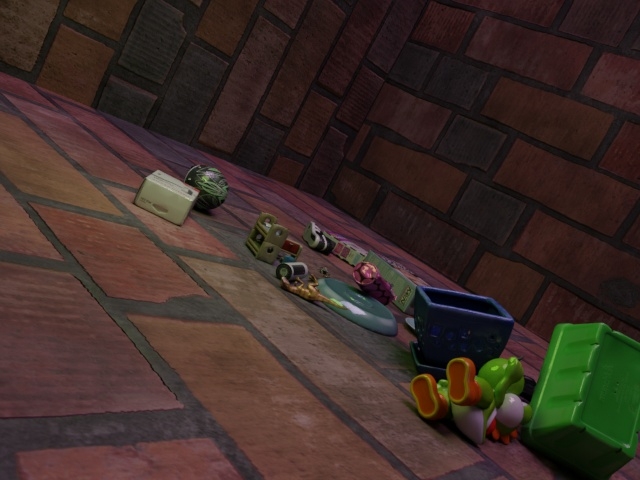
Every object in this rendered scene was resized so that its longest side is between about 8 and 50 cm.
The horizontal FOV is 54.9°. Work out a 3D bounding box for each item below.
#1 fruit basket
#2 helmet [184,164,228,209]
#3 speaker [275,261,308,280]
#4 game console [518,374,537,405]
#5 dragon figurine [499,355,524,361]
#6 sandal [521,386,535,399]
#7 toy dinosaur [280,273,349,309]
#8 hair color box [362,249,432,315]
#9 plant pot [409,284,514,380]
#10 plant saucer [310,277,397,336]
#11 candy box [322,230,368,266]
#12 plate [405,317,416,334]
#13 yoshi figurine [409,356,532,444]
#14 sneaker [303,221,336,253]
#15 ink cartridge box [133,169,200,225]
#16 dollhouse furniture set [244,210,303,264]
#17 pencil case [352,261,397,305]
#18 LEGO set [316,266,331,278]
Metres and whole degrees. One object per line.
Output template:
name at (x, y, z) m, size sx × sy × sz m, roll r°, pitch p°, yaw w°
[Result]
fruit basket at (0.688, 0.434, 1.623) m, size 0.283 × 0.392 × 0.392 m, roll 29°, pitch 9°, yaw 3°
helmet at (-0.406, -0.186, 2.156) m, size 0.169 × 0.169 × 0.161 m, roll 24°, pitch -6°, yaw -28°
speaker at (-0.087, 0.095, 1.885) m, size 0.055 × 0.055 × 0.136 m, roll 31°, pitch 9°, yaw 18°
game console at (0.680, 0.501, 1.956) m, size 0.213 × 0.044 × 0.361 m, roll 29°, pitch 10°, yaw 4°
dragon figurine at (0.537, 0.403, 1.867) m, size 0.289 × 0.085 × 0.144 m, roll 11°, pitch 16°, yaw -30°
sandal at (0.667, 0.467, 1.848) m, size 0.179 × 0.040 × 0.067 m, roll 26°, pitch 10°, yaw -13°
toy dinosaur at (-0.018, 0.157, 1.778) m, size 0.211 × 0.064 × 0.112 m, roll 19°, pitch 27°, yaw 0°
hair color box at (0.326, 0.181, 2.464) m, size 0.185 × 0.113 × 0.374 m, roll 23°, pitch 11°, yaw -32°
plant pot at (0.368, 0.263, 1.692) m, size 0.236 × 0.212 × 0.236 m, roll 11°, pitch 9°, yaw 0°
plant saucer at (0.113, 0.199, 1.945) m, size 0.317 × 0.043 × 0.317 m, roll 27°, pitch 9°, yaw -5°
candy box at (0.120, 0.046, 2.733) m, size 0.233 × 0.071 × 0.159 m, roll 31°, pitch 9°, yaw 23°
plate at (0.367, 0.321, 2.085) m, size 0.188 × 0.024 × 0.188 m, roll 27°, pitch 9°, yaw -5°
yoshi figurine at (0.375, 0.345, 1.452) m, size 0.362 × 0.203 × 0.203 m, roll 25°, pitch 3°, yaw -41°
sneaker at (0.000, 0.000, 2.647) m, size 0.121 × 0.079 × 0.217 m, roll 28°, pitch 16°, yaw -20°
ink cartridge box at (-0.470, -0.135, 1.902) m, size 0.158 × 0.092 × 0.218 m, roll 26°, pitch 11°, yaw -11°
dollhouse furniture set at (-0.124, 0.009, 2.011) m, size 0.184 × 0.129 × 0.129 m, roll 23°, pitch 10°, yaw -30°
pencil case at (0.186, 0.149, 2.086) m, size 0.098 × 0.095 × 0.209 m, roll 21°, pitch -15°, yaw 34°
LEGO set at (0.018, 0.111, 2.209) m, size 0.054 × 0.023 × 0.083 m, roll 21°, pitch 11°, yaw -39°
